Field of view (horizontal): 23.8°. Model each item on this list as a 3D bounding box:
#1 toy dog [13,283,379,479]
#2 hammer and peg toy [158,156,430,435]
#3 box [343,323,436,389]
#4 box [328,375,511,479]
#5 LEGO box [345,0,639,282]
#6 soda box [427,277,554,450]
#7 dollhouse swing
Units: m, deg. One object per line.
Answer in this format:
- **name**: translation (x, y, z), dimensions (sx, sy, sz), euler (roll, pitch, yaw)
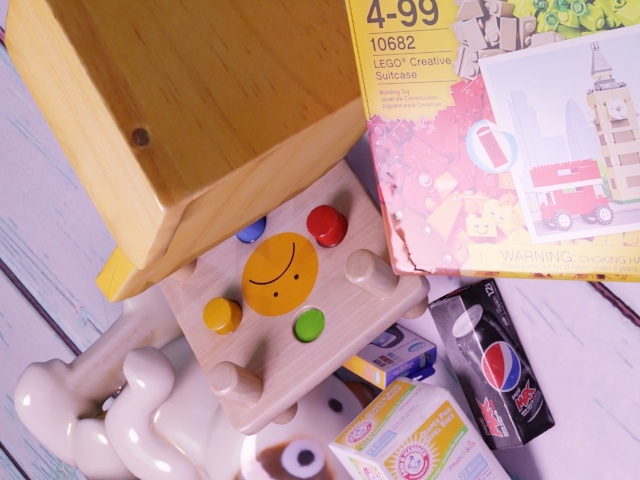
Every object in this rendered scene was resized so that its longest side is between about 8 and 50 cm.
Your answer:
- **toy dog**: translation (-0.112, 0.237, 1.803), dimensions (0.408, 0.284, 0.396), euler (4, 121, 49)
- **hammer and peg toy**: translation (0.000, 0.000, 1.595), dimensions (0.361, 0.127, 0.266), euler (-41, 54, 11)
- **box**: translation (0.063, 0.119, 1.680), dimensions (0.136, 0.081, 0.028), euler (26, 127, 40)
- **box**: translation (0.121, 0.256, 1.591), dimensions (0.203, 0.114, 0.103), euler (55, 160, -19)
- **LEGO box**: translation (0.278, -0.172, 1.049), dimensions (0.500, 0.193, 0.373), euler (0, 111, 33)
- **soda box**: translation (0.176, 0.129, 1.569), dimensions (0.060, 0.053, 0.169), euler (-21, 93, 54)
- **dollhouse swing**: translation (-0.103, -0.154, 1.349), dimensions (0.315, 0.346, 0.305), euler (61, 151, -8)
